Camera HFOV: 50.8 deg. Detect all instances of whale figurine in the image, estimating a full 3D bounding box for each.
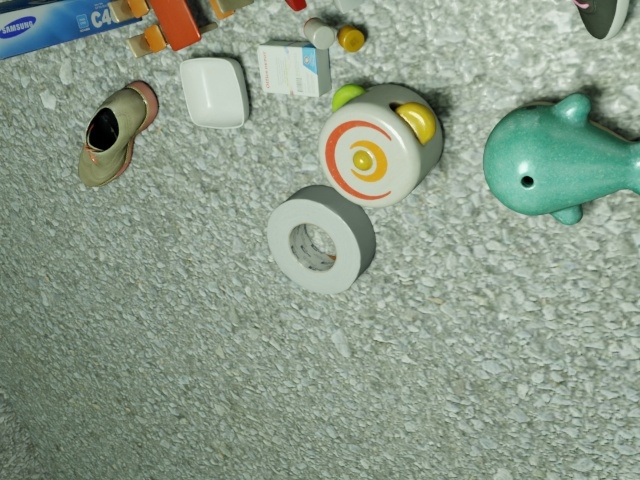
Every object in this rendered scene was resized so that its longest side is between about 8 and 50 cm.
[{"bbox_3d":[0.377,-0.110,1.010,0.272,0.141,0.216,11,123,27],"label":"whale figurine"}]

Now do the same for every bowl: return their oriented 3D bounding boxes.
[{"bbox_3d":[-0.202,-0.298,1.340,0.142,0.053,0.141,9,122,31],"label":"bowl"}]

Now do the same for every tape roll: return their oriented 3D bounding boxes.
[{"bbox_3d":[0.000,0.000,1.378,0.219,0.072,0.219,17,127,25],"label":"tape roll"}]

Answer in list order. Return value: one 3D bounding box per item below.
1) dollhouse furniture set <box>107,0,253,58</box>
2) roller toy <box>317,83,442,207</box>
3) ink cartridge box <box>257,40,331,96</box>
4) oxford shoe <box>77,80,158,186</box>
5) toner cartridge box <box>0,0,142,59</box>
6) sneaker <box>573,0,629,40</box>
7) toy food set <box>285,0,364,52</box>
[{"bbox_3d":[-0.298,-0.480,1.235,0.262,0.135,0.259,-11,111,38],"label":"dollhouse furniture set"},{"bbox_3d":[0.102,-0.159,1.160,0.210,0.146,0.191,14,125,26],"label":"roller toy"},{"bbox_3d":[-0.047,-0.314,1.227,0.123,0.052,0.088,11,123,27],"label":"ink cartridge box"},{"bbox_3d":[-0.498,-0.225,1.530,0.123,0.130,0.348,46,132,1],"label":"oxford shoe"},{"bbox_3d":[-0.524,-0.420,1.280,0.165,0.348,0.075,10,121,29],"label":"toner cartridge box"},{"bbox_3d":[0.298,-0.354,0.857,0.147,0.104,0.295,-30,136,5],"label":"sneaker"},{"bbox_3d":[-0.010,-0.417,1.106,0.104,0.111,0.232,57,176,49],"label":"toy food set"}]
